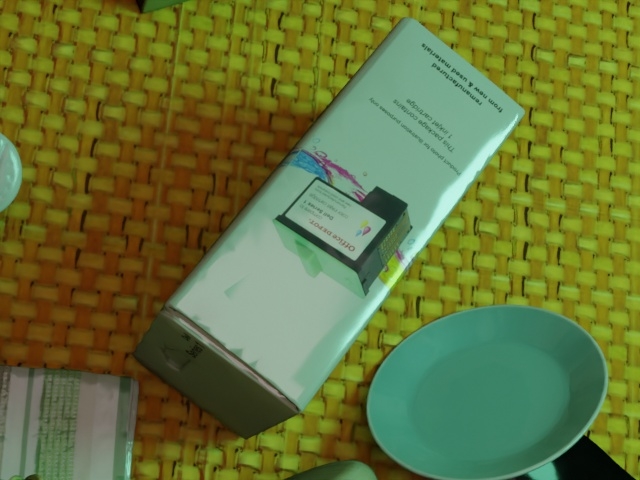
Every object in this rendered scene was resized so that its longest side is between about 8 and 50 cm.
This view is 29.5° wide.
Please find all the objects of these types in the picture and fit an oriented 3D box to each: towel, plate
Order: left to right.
[{"bbox_3d":[-0.215,0.151,0.903,0.152,0.023,0.113,6,72,-11],"label":"towel"},{"bbox_3d":[0.128,0.120,0.940,0.188,0.188,0.024,-34,128,-20],"label":"plate"}]

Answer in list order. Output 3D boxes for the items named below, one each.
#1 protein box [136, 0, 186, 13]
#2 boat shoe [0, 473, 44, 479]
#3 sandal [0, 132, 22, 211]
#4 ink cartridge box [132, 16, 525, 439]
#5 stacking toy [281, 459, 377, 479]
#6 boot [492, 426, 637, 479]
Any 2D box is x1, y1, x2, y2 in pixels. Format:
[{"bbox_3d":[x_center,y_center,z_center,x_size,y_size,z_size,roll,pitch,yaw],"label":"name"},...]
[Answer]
[{"bbox_3d":[-0.064,-0.306,0.963,0.199,0.201,0.136,-20,82,-18],"label":"protein box"},{"bbox_3d":[-0.192,0.216,0.819,0.305,0.109,0.091,30,64,9],"label":"boat shoe"},{"bbox_3d":[-0.349,-0.034,0.884,0.265,0.076,0.102,-3,91,-7],"label":"sandal"},{"bbox_3d":[0.000,0.000,0.899,0.117,0.201,0.278,39,70,-2],"label":"ink cartridge box"},{"bbox_3d":[0.034,0.334,0.872,0.141,0.141,0.330,-23,89,-19],"label":"stacking toy"},{"bbox_3d":[0.262,0.231,0.875,0.348,0.260,0.131,40,70,-2],"label":"boot"}]
